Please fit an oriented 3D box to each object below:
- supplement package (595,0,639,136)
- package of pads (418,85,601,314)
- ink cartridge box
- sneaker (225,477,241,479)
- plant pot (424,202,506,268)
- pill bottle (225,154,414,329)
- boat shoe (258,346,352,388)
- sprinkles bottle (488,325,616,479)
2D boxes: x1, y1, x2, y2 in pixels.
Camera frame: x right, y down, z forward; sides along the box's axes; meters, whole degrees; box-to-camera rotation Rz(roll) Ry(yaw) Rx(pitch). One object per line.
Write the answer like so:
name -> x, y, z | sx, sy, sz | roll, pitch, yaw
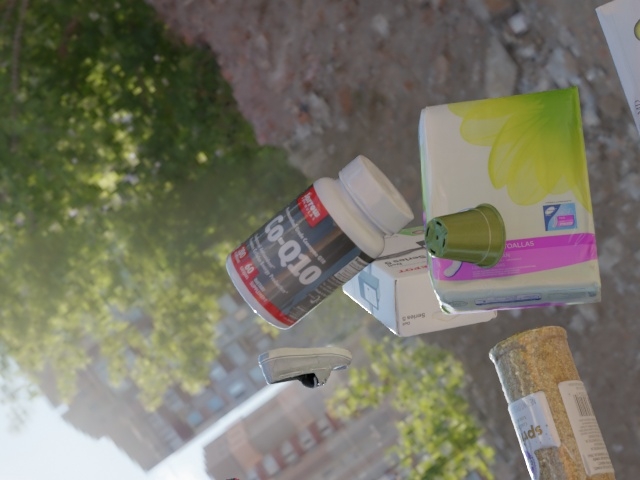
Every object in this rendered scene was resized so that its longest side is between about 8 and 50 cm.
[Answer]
supplement package -> 0.468, -0.226, 1.439 | 0.149, 0.203, 0.194 | -18, -92, -67
package of pads -> 0.253, -0.052, 1.636 | 0.101, 0.229, 0.296 | 55, -149, -67
ink cartridge box -> 0.176, 0.069, 2.204 | 0.273, 0.199, 0.114 | -144, 47, -65
sneaker -> -0.153, 0.535, 2.139 | 0.112, 0.299, 0.120 | 11, -131, -21
plant pot -> 0.176, -0.004, 1.495 | 0.079, 0.083, 0.083 | -2, -142, -30
pill bottle -> 0.000, 0.000, 1.937 | 0.161, 0.283, 0.161 | 47, -168, -13
boat shoe -> -0.026, 0.265, 2.440 | 0.228, 0.079, 0.081 | 4, -113, -38
sprinkles bottle -> 0.349, 0.304, 1.703 | 0.121, 0.121, 0.355 | 49, -157, -68
